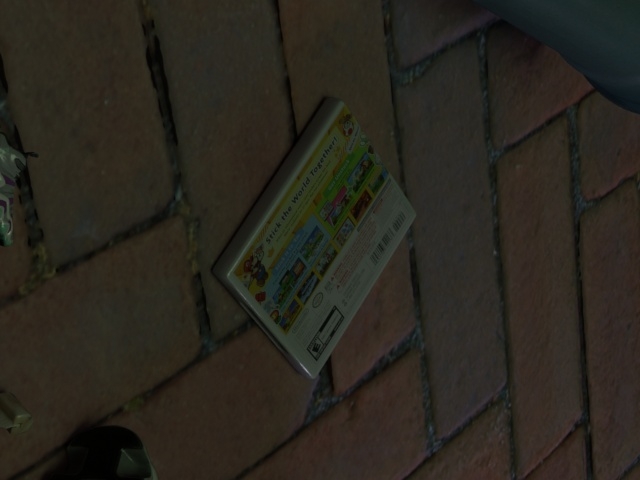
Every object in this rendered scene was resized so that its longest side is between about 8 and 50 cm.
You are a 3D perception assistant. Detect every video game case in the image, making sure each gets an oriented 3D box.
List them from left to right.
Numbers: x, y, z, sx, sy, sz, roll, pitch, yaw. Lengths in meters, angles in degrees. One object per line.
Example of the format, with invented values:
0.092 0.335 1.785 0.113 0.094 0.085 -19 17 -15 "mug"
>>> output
0.000 0.000 1.627 0.227 0.026 0.206 -57 139 -19 "video game case"

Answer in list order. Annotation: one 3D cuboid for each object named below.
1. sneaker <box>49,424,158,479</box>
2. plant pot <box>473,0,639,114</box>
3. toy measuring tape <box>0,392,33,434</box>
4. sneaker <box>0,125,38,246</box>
-0.204 0.344 1.387 0.146 0.122 0.331 68 35 -51 "sneaker"
0.302 -0.333 1.657 0.334 0.341 0.341 14 92 -44 "plant pot"
-0.293 0.048 1.220 0.121 0.121 0.330 -61 146 -15 "toy measuring tape"
-0.257 -0.048 1.285 0.069 0.038 0.098 -41 132 -33 "sneaker"
